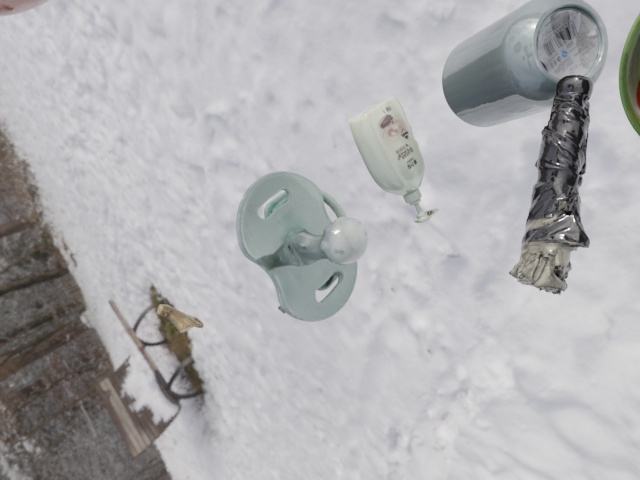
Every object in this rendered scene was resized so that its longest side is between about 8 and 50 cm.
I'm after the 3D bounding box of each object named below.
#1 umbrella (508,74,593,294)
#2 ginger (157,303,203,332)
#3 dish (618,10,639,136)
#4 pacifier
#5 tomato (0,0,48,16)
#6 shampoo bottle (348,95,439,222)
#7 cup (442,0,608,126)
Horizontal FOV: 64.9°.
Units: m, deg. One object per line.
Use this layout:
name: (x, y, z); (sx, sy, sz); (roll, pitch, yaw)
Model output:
umbrella: (0.399, -0.088, 0.823); (0.113, 0.106, 0.357); (-6, -74, -81)
ginger: (-0.231, 0.138, 0.842); (0.048, 0.030, 0.097); (32, 176, 44)
dish: (0.577, -0.258, 0.665); (0.324, 0.124, 0.324); (13, 127, 18)
pacifier: (0.000, 0.000, 1.050); (0.269, 0.288, 0.343); (-7, 123, 50)
tomato: (-0.418, -0.416, 0.569); (0.321, 0.322, 0.321); (42, 150, 32)
shampoo bottle: (0.090, -0.087, 0.592); (0.045, 0.077, 0.151); (-7, 114, 50)
cup: (0.395, -0.345, 1.000); (0.205, 0.206, 0.312); (64, 175, -10)
